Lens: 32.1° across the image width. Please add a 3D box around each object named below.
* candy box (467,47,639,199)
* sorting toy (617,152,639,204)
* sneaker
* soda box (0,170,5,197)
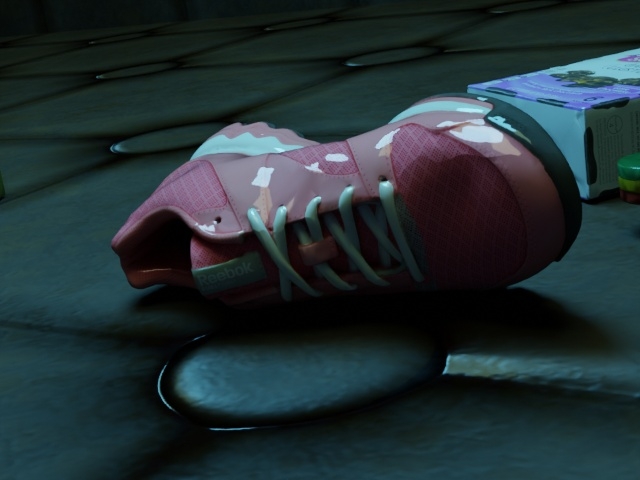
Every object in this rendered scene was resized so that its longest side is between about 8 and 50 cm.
[{"bbox_3d":[0.240,-0.098,0.863,0.196,0.070,0.165,-14,18,-19],"label":"candy box"},{"bbox_3d":[0.256,-0.003,0.580,0.132,0.046,0.274,-8,16,0],"label":"sorting toy"},{"bbox_3d":[0.000,0.001,0.635,0.314,0.116,0.136,-1,27,46],"label":"sneaker"},{"bbox_3d":[-0.345,-0.042,0.981,0.058,0.061,0.181,-5,17,11],"label":"soda box"}]
